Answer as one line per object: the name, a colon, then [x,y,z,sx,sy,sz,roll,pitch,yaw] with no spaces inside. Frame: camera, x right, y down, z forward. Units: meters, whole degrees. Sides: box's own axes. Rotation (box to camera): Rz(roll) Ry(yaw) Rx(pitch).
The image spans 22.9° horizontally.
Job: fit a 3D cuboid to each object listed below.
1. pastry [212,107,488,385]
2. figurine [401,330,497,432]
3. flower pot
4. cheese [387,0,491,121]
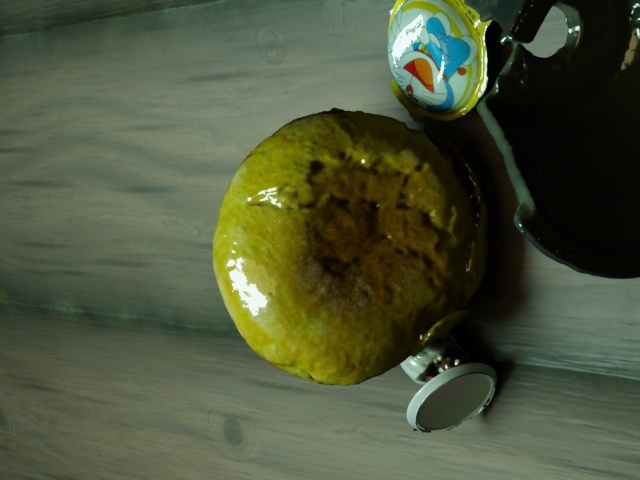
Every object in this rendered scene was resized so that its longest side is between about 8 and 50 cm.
pastry: [0.037,0.008,1.942,0.164,0.356,0.356,-142,42,-78]
figurine: [0.139,0.156,2.047,0.153,0.132,0.132,60,142,37]
flower pot: [0.295,-0.180,1.596,0.251,0.379,0.379,-135,42,-61]
cheese: [0.154,-0.253,1.902,0.177,0.069,0.270,55,138,22]
